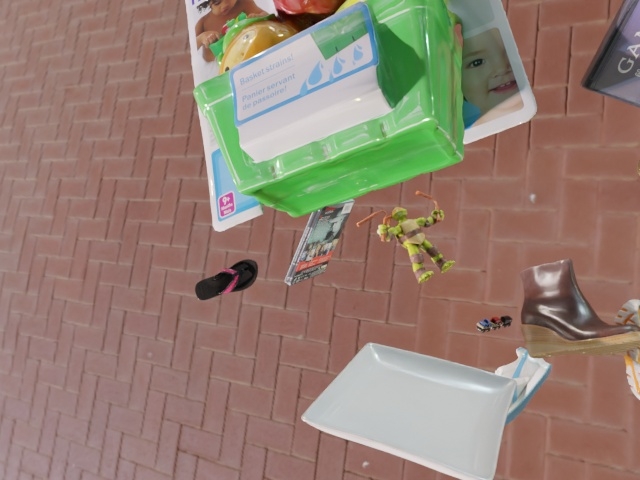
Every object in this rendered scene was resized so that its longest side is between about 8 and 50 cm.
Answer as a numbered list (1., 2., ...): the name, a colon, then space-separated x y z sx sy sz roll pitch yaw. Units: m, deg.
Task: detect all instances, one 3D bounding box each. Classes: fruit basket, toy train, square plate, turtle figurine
1. fruit basket: -0.006 -0.217 0.488 0.327 0.165 0.352 -16 79 24
2. toy train: 0.501 0.237 1.444 0.027 0.158 0.036 39 122 44
3. square plate: 0.192 0.332 1.015 0.348 0.344 0.049 10 108 25
4. turtle figurine: 0.226 -0.002 1.274 0.217 0.270 0.087 62 145 17

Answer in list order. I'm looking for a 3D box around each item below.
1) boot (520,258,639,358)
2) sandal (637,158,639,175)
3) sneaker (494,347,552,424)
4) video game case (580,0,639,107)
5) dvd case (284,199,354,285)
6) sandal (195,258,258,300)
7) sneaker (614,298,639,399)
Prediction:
1. boot: 0.528 0.133 1.049 0.248 0.090 0.206 -22 55 50
2. sandal: 0.857 -0.239 1.255 0.049 0.072 0.180 12 121 1
3. sneaker: 0.460 0.369 1.232 0.228 0.087 0.092 -47 54 -6
4. video game case: 0.376 -0.163 0.372 0.274 0.026 0.196 22 116 7
5. dvd case: 0.000 0.000 0.673 0.013 0.087 0.119 34 115 23
6. sandal: -0.228 0.098 1.201 0.179 0.040 0.067 -24 77 14
7. sneaker: 0.661 0.218 1.015 0.083 0.084 0.214 -15 99 4
